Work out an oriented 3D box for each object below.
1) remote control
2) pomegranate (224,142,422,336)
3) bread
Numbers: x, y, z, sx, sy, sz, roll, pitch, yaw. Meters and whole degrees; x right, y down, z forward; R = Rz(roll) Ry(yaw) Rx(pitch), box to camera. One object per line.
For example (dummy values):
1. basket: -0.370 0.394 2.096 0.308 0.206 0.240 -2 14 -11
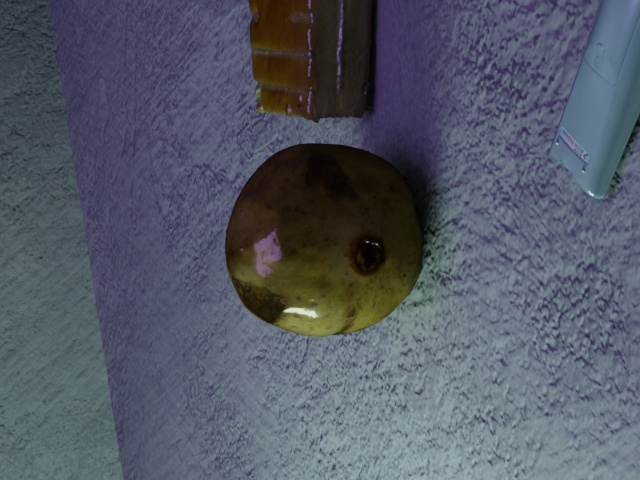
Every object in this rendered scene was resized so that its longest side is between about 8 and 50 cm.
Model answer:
1. remote control: 0.317 -0.190 1.643 0.103 0.051 0.293 56 142 45
2. pomegranate: 0.000 0.000 2.066 0.281 0.281 0.281 17 109 62
3. bread: -0.023 -0.300 2.248 0.246 0.111 0.239 21 112 62
